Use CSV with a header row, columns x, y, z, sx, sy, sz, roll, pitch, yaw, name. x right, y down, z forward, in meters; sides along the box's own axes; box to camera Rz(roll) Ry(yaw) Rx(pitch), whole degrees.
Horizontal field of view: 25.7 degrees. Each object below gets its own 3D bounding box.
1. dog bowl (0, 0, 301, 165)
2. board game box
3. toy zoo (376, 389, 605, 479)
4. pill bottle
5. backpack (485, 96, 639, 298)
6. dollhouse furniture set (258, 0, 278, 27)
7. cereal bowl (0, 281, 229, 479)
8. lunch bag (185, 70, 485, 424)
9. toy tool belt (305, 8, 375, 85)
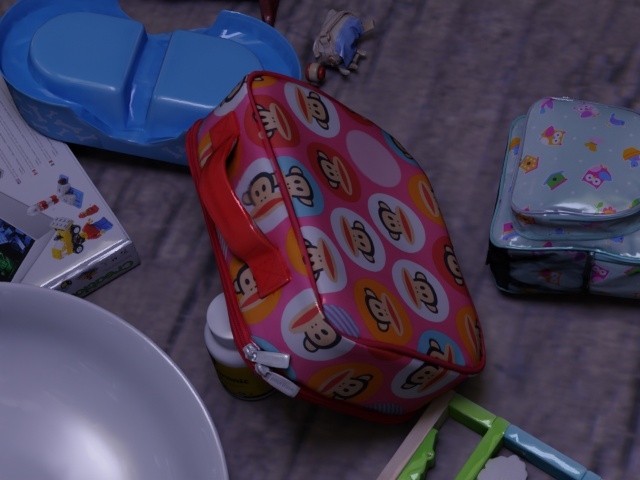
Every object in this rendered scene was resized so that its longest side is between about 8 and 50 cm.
x,y,z,sx,sy,sz,roll,pitch,yaw,name
-0.169,-0.156,1.374,0.297,0.074,0.166,11,52,1,dog bowl
-0.334,-0.048,1.372,0.193,0.053,0.305,-31,62,-12,board game box
0.173,0.268,1.151,0.293,0.030,0.192,30,68,21,toy zoo
-0.067,0.090,1.229,0.065,0.116,0.065,-3,60,5,pill bottle
0.253,-0.036,1.252,0.188,0.144,0.165,11,57,9,backpack
-0.151,-0.390,1.364,0.201,0.374,0.152,5,57,11,dollhouse furniture set
-0.252,0.208,1.134,0.339,0.141,0.339,16,51,-21,cereal bowl
0.000,0.000,1.189,0.120,0.258,0.293,-37,52,28,lunch bag
0.021,-0.193,1.416,0.051,0.052,0.083,11,63,21,toy tool belt
